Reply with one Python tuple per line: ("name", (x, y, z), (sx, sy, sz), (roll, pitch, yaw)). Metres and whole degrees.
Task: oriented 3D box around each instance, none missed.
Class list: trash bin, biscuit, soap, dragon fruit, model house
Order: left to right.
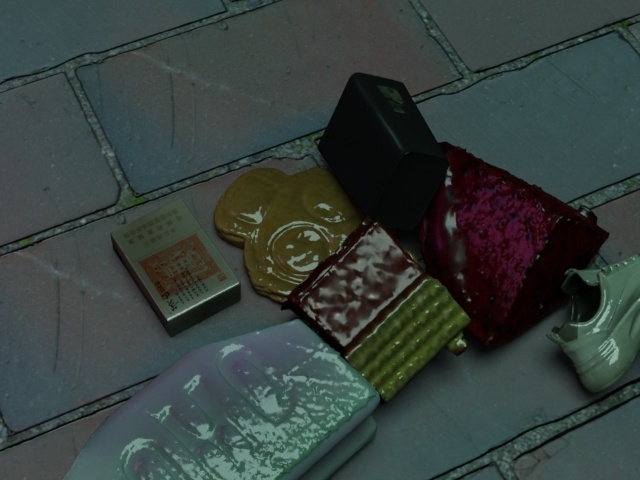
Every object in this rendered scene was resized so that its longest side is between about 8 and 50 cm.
("soap", (-0.157, 0.310, 1.739), (0.446, 0.156, 0.261), (-39, 67, -22))
("biscuit", (0.000, -0.002, 2.007), (0.376, 0.051, 0.269), (24, 61, 12))
("model house", (0.093, 0.118, 1.844), (0.254, 0.160, 0.196), (44, 82, 9))
("trash bin", (0.103, -0.144, 1.984), (0.115, 0.165, 0.225), (9, 33, -29))
("dragon fruit", (0.298, -0.044, 1.934), (0.302, 0.240, 0.330), (-25, 68, -35))

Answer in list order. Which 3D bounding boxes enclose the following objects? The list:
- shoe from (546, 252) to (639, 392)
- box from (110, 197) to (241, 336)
("shoe", (0.460, 0.078, 1.902), (0.159, 0.124, 0.316), (37, 65, -7))
("box", (-0.237, 0.041, 1.963), (0.141, 0.058, 0.201), (-26, 63, -18))
